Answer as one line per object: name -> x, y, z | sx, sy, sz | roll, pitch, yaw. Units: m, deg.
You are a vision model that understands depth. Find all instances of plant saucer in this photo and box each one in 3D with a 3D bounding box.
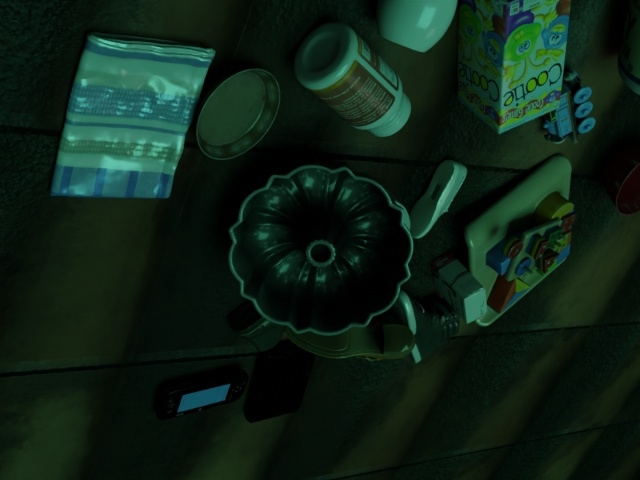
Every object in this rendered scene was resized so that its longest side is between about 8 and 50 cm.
plant saucer -> -0.139, -0.210, 1.457 | 0.168, 0.029, 0.168 | -31, 145, -25

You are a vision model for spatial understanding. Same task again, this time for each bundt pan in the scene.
bundt pan -> 0.000, 0.000, 1.623 | 0.330, 0.124, 0.331 | 0, 113, 0

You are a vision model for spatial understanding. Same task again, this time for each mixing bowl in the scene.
mixing bowl -> 0.740, -0.161, 2.126 | 0.181, 0.098, 0.181 | -21, 137, -21

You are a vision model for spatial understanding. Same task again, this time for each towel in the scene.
towel -> -0.292, -0.183, 1.384 | 0.209, 0.034, 0.285 | 0, 127, -36

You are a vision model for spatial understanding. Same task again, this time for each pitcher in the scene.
pitcher -> 0.184, -0.417, 1.469 | 0.177, 0.125, 0.207 | -2, 118, -55

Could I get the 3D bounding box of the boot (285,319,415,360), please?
boot -> 0.066, 0.209, 1.964 | 0.283, 0.109, 0.220 | 0, 170, 0

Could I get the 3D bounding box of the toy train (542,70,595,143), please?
toy train -> 0.508, -0.274, 1.868 | 0.105, 0.080, 0.184 | -28, 142, 2

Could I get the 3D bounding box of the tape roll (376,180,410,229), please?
tape roll -> 0.069, -0.012, 1.783 | 0.219, 0.072, 0.219 | -21, 137, -21

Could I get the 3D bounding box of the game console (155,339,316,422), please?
game console -> -0.183, 0.325, 1.930 | 0.361, 0.044, 0.213 | -9, 131, -30

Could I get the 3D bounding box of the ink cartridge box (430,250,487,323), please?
ink cartridge box -> 0.312, 0.106, 2.024 | 0.056, 0.135, 0.099 | -29, 139, -11

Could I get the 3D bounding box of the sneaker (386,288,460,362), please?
sneaker -> 0.238, 0.163, 2.055 | 0.147, 0.104, 0.296 | -34, 145, -8

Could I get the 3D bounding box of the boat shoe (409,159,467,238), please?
boat shoe -> 0.245, -0.083, 1.862 | 0.063, 0.066, 0.184 | 9, 111, -40

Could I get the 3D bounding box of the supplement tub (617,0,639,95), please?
supplement tub -> 0.716, -0.451, 1.731 | 0.235, 0.235, 0.325 | -24, 138, -17

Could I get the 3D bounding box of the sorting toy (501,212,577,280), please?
sorting toy -> 0.493, 0.027, 1.996 | 0.274, 0.046, 0.132 | -19, 136, -38

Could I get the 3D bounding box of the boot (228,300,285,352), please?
boot -> -0.076, 0.149, 1.834 | 0.197, 0.077, 0.137 | -26, 145, 5

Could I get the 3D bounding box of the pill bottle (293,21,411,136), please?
pill bottle -> 0.061, -0.262, 1.506 | 0.121, 0.121, 0.216 | -47, 139, 9

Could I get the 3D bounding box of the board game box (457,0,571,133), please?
board game box -> 0.342, -0.357, 1.610 | 0.142, 0.144, 0.275 | -25, 137, -15

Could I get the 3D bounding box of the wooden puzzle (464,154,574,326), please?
wooden puzzle -> 0.476, 0.018, 2.072 | 0.322, 0.080, 0.348 | -37, 140, -17
